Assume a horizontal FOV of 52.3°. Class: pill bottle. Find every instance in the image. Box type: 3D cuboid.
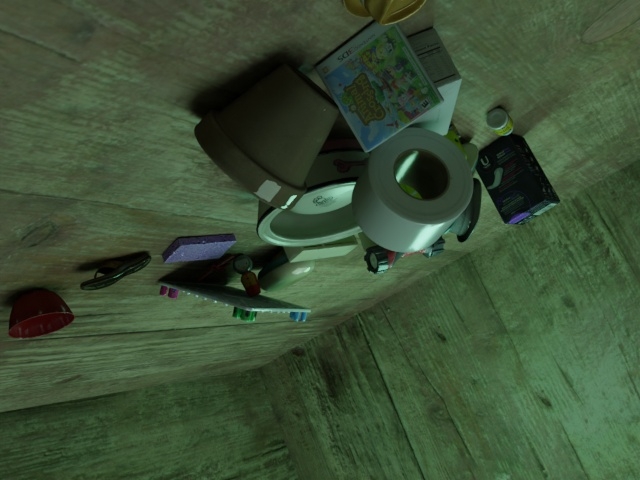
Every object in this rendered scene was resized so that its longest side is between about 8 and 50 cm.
[{"bbox_3d":[0.552,-0.358,1.991,0.065,0.065,0.116,-31,161,23],"label":"pill bottle"}]

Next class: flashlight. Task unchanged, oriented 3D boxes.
[{"bbox_3d":[0.310,0.046,2.368,0.304,0.103,0.103,-10,161,-26],"label":"flashlight"}]

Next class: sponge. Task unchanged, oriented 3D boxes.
[{"bbox_3d":[-0.373,0.025,2.016,0.210,0.031,0.117,-4,155,-44],"label":"sponge"}]

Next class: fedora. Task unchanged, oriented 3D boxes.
[{"bbox_3d":[0.137,-0.454,1.182,0.194,0.079,0.194,-20,163,-7],"label":"fedora"},{"bbox_3d":[0.509,-0.118,2.458,0.124,0.243,0.275,7,170,0],"label":"fedora"}]

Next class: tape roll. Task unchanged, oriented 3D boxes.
[{"bbox_3d":[0.207,-0.114,1.501,0.246,0.246,0.169,-18,162,-17],"label":"tape roll"}]

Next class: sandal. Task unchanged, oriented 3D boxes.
[{"bbox_3d":[-0.595,0.082,1.882,0.219,0.060,0.090,-30,173,-28],"label":"sandal"}]

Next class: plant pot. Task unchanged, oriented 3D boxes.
[{"bbox_3d":[-0.089,-0.232,1.342,0.229,0.263,0.263,-49,155,15],"label":"plant pot"}]

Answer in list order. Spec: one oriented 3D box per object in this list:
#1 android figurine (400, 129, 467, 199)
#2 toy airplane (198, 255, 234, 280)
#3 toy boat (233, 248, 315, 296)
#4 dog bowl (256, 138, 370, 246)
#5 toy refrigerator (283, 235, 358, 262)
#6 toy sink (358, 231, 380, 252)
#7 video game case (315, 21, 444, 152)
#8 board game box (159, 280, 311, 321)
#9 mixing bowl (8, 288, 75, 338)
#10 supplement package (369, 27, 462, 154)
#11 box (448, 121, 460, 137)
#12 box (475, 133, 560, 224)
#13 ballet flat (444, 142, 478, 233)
[{"bbox_3d":[0.305,-0.195,1.817,0.056,0.273,0.248,-6,155,-38],"label":"android figurine"},{"bbox_3d":[-0.350,0.092,2.242,0.151,0.028,0.151,-29,161,-11],"label":"toy airplane"},{"bbox_3d":[-0.169,0.099,2.341,0.318,0.148,0.267,-14,167,-48],"label":"toy boat"},{"bbox_3d":[0.011,-0.129,1.784,0.408,0.150,0.408,-13,161,-4],"label":"dog bowl"},{"bbox_3d":[0.000,0.000,2.288,0.269,0.102,0.094,-6,155,-42],"label":"toy refrigerator"},{"bbox_3d":[0.272,-0.057,2.411,0.234,0.131,0.153,-30,162,36],"label":"toy sink"},{"bbox_3d":[0.117,-0.320,1.332,0.193,0.212,0.023,-32,177,25],"label":"video game case"},{"bbox_3d":[-0.291,0.212,2.244,0.390,0.050,0.390,13,180,29],"label":"board game box"},{"bbox_3d":[-0.814,0.203,1.879,0.181,0.098,0.181,-21,162,-7],"label":"mixing bowl"},{"bbox_3d":[0.187,-0.325,1.506,0.204,0.145,0.262,-22,162,-3],"label":"supplement package"},{"bbox_3d":[0.334,-0.285,1.953,0.059,0.054,0.169,-8,156,-41],"label":"box"},{"bbox_3d":[0.663,-0.206,2.225,0.165,0.270,0.143,-35,159,34],"label":"box"},{"bbox_3d":[0.386,-0.195,1.994,0.139,0.139,0.400,-48,-167,52],"label":"ballet flat"}]
